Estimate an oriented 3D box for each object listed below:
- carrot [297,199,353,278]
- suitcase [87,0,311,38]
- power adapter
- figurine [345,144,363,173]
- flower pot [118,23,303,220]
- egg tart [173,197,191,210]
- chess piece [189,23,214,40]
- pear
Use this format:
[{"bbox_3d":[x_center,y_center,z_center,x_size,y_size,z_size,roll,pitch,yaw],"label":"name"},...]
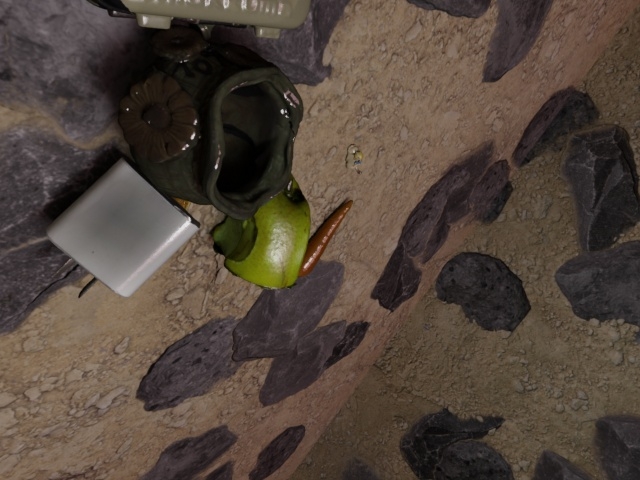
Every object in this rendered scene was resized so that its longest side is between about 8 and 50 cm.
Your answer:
[{"bbox_3d":[0.000,0.000,1.323,0.336,0.069,0.069,-55,147,4],"label":"carrot"},{"bbox_3d":[-0.156,-0.464,0.529,0.351,0.194,0.340,-17,130,-38],"label":"suitcase"},{"bbox_3d":[-0.382,-0.003,0.759,0.255,0.124,0.187,-46,106,-4],"label":"power adapter"},{"bbox_3d":[0.107,-0.242,1.205,0.047,0.050,0.083,-38,147,-25],"label":"figurine"},{"bbox_3d":[-0.183,-0.198,0.702,0.302,0.213,0.302,-50,151,-42],"label":"flower pot"},{"bbox_3d":[-0.330,-0.071,0.873,0.128,0.049,0.129,-32,146,-25],"label":"egg tart"},{"bbox_3d":[-0.184,-0.395,0.718,0.093,0.042,0.042,-44,148,-19],"label":"chess piece"},{"bbox_3d":[-0.128,-0.043,0.963,0.163,0.238,0.256,1,125,-43],"label":"pear"}]
